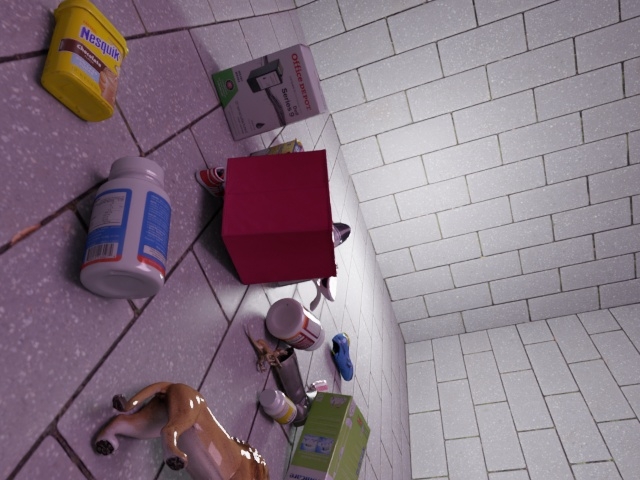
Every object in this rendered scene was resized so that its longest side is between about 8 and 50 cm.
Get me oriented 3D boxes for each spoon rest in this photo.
[{"bbox_3d":[-0.092,0.090,1.407,0.276,0.084,0.137,45,12,-14],"label":"spoon rest"}]

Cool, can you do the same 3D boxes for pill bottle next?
[{"bbox_3d":[-0.112,0.429,1.217,0.116,0.065,0.065,61,21,-45],"label":"pill bottle"},{"bbox_3d":[-0.068,0.262,1.416,0.221,0.121,0.121,53,28,-58],"label":"pill bottle"},{"bbox_3d":[-0.313,-0.025,0.776,0.124,0.124,0.222,53,28,-55],"label":"pill bottle"}]

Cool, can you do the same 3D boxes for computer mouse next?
[{"bbox_3d":[0.021,0.110,1.422,0.193,0.042,0.106,-81,155,-54],"label":"computer mouse"}]

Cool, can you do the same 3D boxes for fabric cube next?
[{"bbox_3d":[-0.097,-0.058,1.228,0.254,0.258,0.259,80,5,-57],"label":"fabric cube"}]

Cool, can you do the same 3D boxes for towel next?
[{"bbox_3d":[0.013,0.581,1.608,0.144,0.029,0.197,32,46,-70],"label":"towel"}]

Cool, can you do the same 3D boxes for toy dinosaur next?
[{"bbox_3d":[-0.152,0.298,1.252,0.183,0.053,0.093,45,15,-45],"label":"toy dinosaur"}]

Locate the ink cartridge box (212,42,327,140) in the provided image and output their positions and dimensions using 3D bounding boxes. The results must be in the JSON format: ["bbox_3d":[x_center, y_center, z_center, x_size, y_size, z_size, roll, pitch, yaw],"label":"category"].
[{"bbox_3d":[-0.150,-0.449,1.428,0.121,0.289,0.211,-60,133,-69],"label":"ink cartridge box"}]

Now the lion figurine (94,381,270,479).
[{"bbox_3d":[-0.206,0.360,0.807,0.240,0.142,0.392,-80,149,-72],"label":"lion figurine"}]

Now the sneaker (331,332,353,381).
[{"bbox_3d":[0.080,0.481,1.905,0.082,0.069,0.209,-17,104,-42],"label":"sneaker"}]

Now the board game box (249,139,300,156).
[{"bbox_3d":[-0.157,-0.220,1.440,0.243,0.165,0.042,-82,154,-53],"label":"board game box"}]

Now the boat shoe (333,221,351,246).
[{"bbox_3d":[0.000,0.000,1.610,0.102,0.301,0.108,-24,88,-32],"label":"boat shoe"}]

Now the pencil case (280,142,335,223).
[{"bbox_3d":[-0.071,-0.164,1.722,0.167,0.160,0.386,45,-17,56],"label":"pencil case"}]

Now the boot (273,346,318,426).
[{"bbox_3d":[-0.069,0.419,1.398,0.189,0.076,0.209,-34,103,-75],"label":"boot"}]

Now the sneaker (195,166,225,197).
[{"bbox_3d":[-0.258,-0.148,1.193,0.118,0.067,0.042,43,36,-63],"label":"sneaker"}]

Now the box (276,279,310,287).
[{"bbox_3d":[-0.094,-0.011,1.486,0.087,0.169,0.290,-46,123,-70],"label":"box"}]

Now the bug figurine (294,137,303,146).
[{"bbox_3d":[-0.079,-0.274,1.878,0.216,0.072,0.279,-112,-177,-52],"label":"bug figurine"}]

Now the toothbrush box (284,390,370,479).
[{"bbox_3d":[0.029,0.611,1.329,0.206,0.122,0.283,65,34,-37],"label":"toothbrush box"}]

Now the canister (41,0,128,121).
[{"bbox_3d":[-0.402,-0.306,0.805,0.126,0.073,0.170,50,32,-58],"label":"canister"}]
